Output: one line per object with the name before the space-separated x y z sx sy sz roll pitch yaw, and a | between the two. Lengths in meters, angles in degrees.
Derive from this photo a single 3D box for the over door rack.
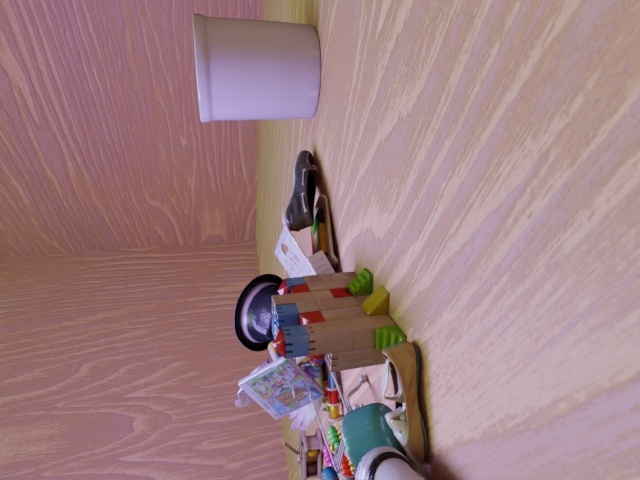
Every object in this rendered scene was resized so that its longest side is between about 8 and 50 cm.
over door rack | 0.039 0.442 1.150 0.324 0.108 0.240 45 134 49

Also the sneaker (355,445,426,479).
sneaker | 0.166 0.542 0.658 0.210 0.137 0.367 155 103 -69

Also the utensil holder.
utensil holder | -0.218 -0.569 1.397 0.327 0.384 0.329 176 90 -77

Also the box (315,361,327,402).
box | -0.003 0.543 1.610 0.201 0.021 0.165 122 142 -66

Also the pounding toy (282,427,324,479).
pounding toy | -0.075 0.900 1.724 0.154 0.154 0.270 -101 15 -44

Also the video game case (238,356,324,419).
video game case | -0.127 0.479 1.342 0.193 0.212 0.023 49 -158 -18

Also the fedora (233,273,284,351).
fedora | -0.201 0.306 1.746 0.152 0.333 0.335 -2 93 44

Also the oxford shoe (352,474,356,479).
oxford shoe | 0.113 0.572 0.933 0.349 0.122 0.130 104 160 -51

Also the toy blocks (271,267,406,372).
toy blocks | -0.001 0.183 0.986 0.381 0.260 0.191 -127 35 -66

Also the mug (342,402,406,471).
mug | 0.123 0.415 0.847 0.129 0.097 0.158 24 -140 -63

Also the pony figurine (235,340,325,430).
pony figurine | -0.112 0.450 1.500 0.351 0.302 0.363 -62 18 13

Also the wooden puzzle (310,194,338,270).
wooden puzzle | 0.000 0.000 1.386 0.221 0.044 0.239 115 148 -63

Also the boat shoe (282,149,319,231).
boat shoe | -0.043 -0.171 1.390 0.112 0.095 0.336 58 -146 -49

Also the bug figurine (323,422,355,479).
bug figurine | 0.057 0.716 1.308 0.216 0.071 0.279 -110 21 -49

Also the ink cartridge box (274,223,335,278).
ink cartridge box | -0.048 0.093 1.372 0.261 0.066 0.296 59 160 10

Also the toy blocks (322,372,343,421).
toy blocks | 0.034 0.502 1.372 0.123 0.054 0.148 175 90 -76

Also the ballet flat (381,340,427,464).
ballet flat | 0.152 0.310 0.792 0.080 0.073 0.233 166 99 -77

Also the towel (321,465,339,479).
towel | 0.055 0.613 0.799 0.370 0.040 0.272 98 159 -72
